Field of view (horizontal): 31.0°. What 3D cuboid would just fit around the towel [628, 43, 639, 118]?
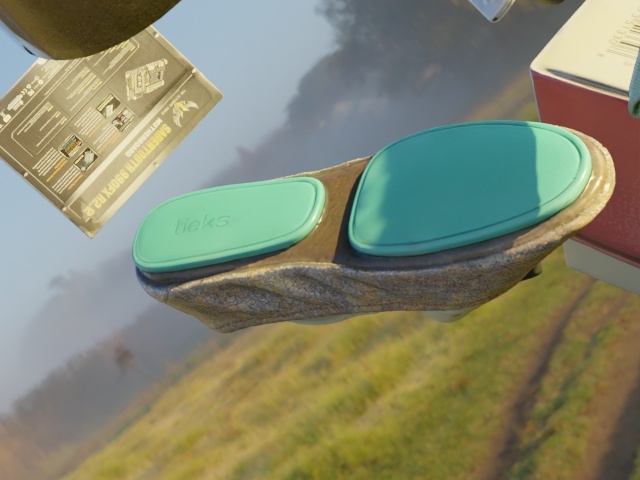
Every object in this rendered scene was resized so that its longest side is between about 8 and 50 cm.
[{"bbox_3d":[0.233,-0.230,0.475,0.248,0.038,0.325,-42,26,59],"label":"towel"}]

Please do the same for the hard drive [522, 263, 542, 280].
[{"bbox_3d":[0.087,-0.009,0.772,0.094,0.135,0.022,-18,46,13],"label":"hard drive"}]

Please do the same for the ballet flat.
[{"bbox_3d":[0.034,0.003,0.680,0.316,0.106,0.107,-5,49,35],"label":"ballet flat"}]

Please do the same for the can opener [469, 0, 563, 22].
[{"bbox_3d":[0.182,-0.298,1.263,0.074,0.093,0.280,-62,23,19],"label":"can opener"}]

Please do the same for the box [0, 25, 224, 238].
[{"bbox_3d":[-0.254,-0.147,1.329,0.231,0.183,0.056,-48,13,-5],"label":"box"}]

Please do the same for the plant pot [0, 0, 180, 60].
[{"bbox_3d":[-0.192,-0.265,0.646,0.237,0.237,0.254,-42,-41,12],"label":"plant pot"}]

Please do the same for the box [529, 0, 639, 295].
[{"bbox_3d":[0.268,-0.080,0.905,0.148,0.127,0.232,-48,-40,-22],"label":"box"}]
